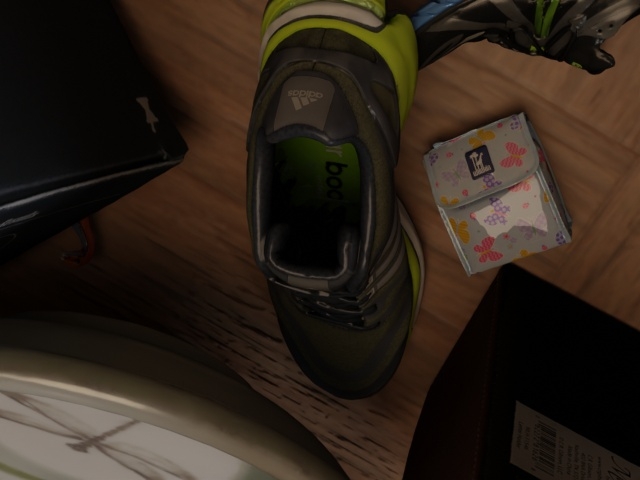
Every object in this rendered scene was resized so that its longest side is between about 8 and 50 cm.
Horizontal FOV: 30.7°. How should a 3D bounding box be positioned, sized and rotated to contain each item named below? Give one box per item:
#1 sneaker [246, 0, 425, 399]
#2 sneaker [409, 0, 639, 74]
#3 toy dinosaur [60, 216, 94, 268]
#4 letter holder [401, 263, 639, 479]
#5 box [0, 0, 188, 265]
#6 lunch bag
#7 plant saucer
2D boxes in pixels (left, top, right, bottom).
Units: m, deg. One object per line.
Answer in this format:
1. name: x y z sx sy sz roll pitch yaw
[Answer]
1. sneaker: 0.000 0.000 0.688 0.111 0.121 0.300 4 133 13
2. sneaker: 0.129 -0.125 0.655 0.188 0.067 0.078 -13 104 14
3. toy dinosaur: -0.167 -0.026 0.775 0.090 0.047 0.082 -31 104 22
4. letter holder: 0.111 0.191 0.671 0.152 0.302 0.214 28 117 -1
5. box: -0.328 -0.033 0.636 0.395 0.293 0.212 -27 92 17
6. lunch bag: 0.107 -0.029 0.713 0.071 0.053 0.083 -19 99 18
7. plant saucer: -0.146 0.141 0.764 0.401 0.100 0.400 9 147 6
